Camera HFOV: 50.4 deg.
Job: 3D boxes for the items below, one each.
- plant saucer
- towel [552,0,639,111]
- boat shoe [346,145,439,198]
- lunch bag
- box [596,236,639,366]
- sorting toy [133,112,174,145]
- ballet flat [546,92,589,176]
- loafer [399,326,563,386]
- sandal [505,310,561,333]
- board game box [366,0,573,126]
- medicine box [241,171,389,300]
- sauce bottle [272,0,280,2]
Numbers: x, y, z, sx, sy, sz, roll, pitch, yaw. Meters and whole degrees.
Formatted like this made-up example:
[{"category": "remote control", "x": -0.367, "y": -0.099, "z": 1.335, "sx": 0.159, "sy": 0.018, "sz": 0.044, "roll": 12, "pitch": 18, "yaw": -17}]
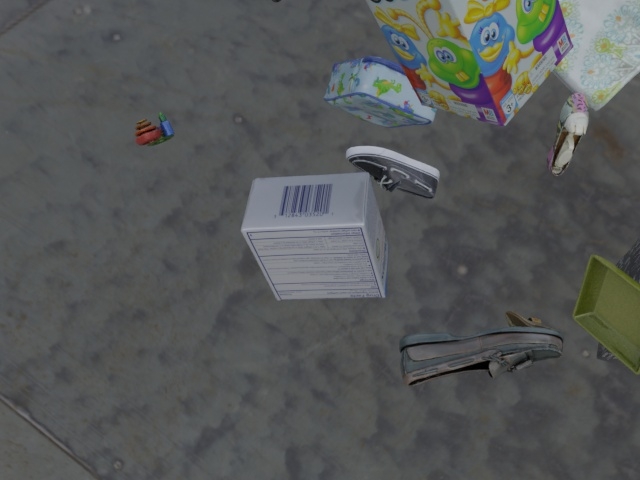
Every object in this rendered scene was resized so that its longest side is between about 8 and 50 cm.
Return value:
[{"category": "plant saucer", "x": 0.611, "y": 0.142, "z": 1.378, "sx": 0.045, "sy": 0.188, "sz": 0.188, "roll": -19, "pitch": 42, "yaw": -21}, {"category": "towel", "x": 0.758, "y": -0.588, "z": 1.875, "sx": 0.374, "sy": 0.090, "sz": 0.320, "roll": 40, "pitch": 108, "yaw": -13}, {"category": "boat shoe", "x": 0.214, "y": -0.197, "z": 2.044, "sx": 0.301, "sy": 0.108, "sz": 0.102, "roll": 17, "pitch": 71, "yaw": -17}, {"category": "lunch bag", "x": 0.117, "y": -0.273, "z": 1.274, "sx": 0.176, "sy": 0.219, "sz": 0.090, "roll": 19, "pitch": 90, "yaw": -21}, {"category": "box", "x": 0.728, "y": 0.128, "z": 1.553, "sx": 0.077, "sy": 0.307, "sz": 0.242, "roll": 15, "pitch": 66, "yaw": 10}, {"category": "sorting toy", "x": -0.286, "y": -0.191, "z": 1.170, "sx": 0.061, "sy": 0.102, "sz": 0.042, "roll": -22, "pitch": 95, "yaw": 8}, {"category": "ballet flat", "x": 0.640, "y": -0.263, "z": 1.746, "sx": 0.077, "sy": 0.221, "sz": 0.079, "roll": 11, "pitch": 29, "yaw": -1}, {"category": "loafer", "x": 0.262, "y": 0.199, "z": 1.120, "sx": 0.268, "sy": 0.096, "sz": 0.084, "roll": -6, "pitch": 57, "yaw": 18}, {"category": "sandal", "x": 0.539, "y": 0.221, "z": 1.702, "sx": 0.049, "sy": 0.180, "sz": 0.072, "roll": -25, "pitch": 113, "yaw": -27}, {"category": "board game box", "x": 0.148, "y": -0.282, "z": 0.750, "sx": 0.142, "sy": 0.275, "sz": 0.144, "roll": -49, "pitch": 41, "yaw": -11}, {"category": "medicine box", "x": 0.000, "y": 0.000, "z": 1.515, "sx": 0.264, "sy": 0.289, "sz": 0.149, "roll": -2, "pitch": 54, "yaw": 15}, {"category": "sauce bottle", "x": -0.100, "y": -0.448, "z": 1.140, "sx": 0.042, "sy": 0.128, "sz": 0.042, "roll": -7, "pitch": 72, "yaw": 23}]
